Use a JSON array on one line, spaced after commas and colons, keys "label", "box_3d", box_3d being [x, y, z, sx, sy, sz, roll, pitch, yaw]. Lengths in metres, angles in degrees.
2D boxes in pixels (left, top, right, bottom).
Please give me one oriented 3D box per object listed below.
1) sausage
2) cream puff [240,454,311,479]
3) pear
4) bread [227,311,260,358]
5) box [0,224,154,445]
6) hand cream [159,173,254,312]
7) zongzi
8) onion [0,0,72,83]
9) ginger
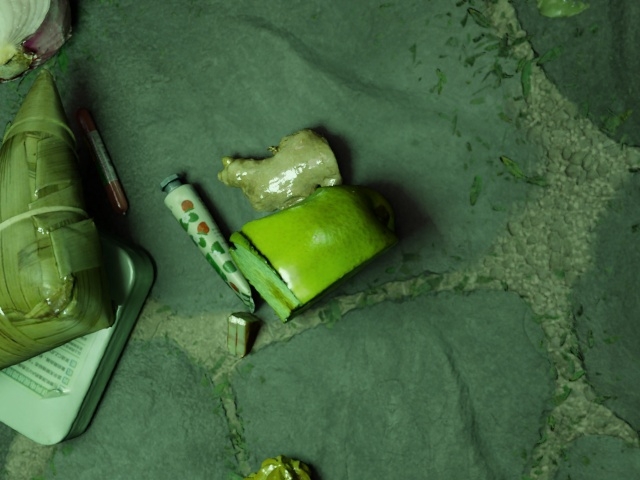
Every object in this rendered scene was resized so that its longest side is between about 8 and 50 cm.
[{"label": "sausage", "box_3d": [-0.396, -0.145, 1.864, 0.029, 0.029, 0.223, -25, 85, 14]}, {"label": "cream puff", "box_3d": [-0.078, 0.437, 1.747, 0.156, 0.121, 0.156, -1, 88, 20]}, {"label": "pear", "box_3d": [0.000, 0.000, 1.657, 0.292, 0.292, 0.159, -34, 84, 13]}, {"label": "bread", "box_3d": [-0.132, 0.153, 1.793, 0.043, 0.062, 0.109, 26, 140, 15]}, {"label": "box", "box_3d": [-0.541, 0.123, 1.868, 0.396, 0.111, 0.396, 28, 99, 13]}, {"label": "hand cream", "box_3d": [-0.190, 0.005, 1.791, 0.059, 0.095, 0.276, -32, 79, -13]}, {"label": "zongzi", "box_3d": [-0.597, 0.008, 1.760, 0.500, 0.218, 0.467, -24, 63, 20]}, {"label": "onion", "box_3d": [-0.593, -0.434, 1.848, 0.267, 0.159, 0.348, -29, 77, 2]}, {"label": "ginger", "box_3d": [-0.070, -0.107, 1.758, 0.213, 0.074, 0.137, -18, 77, 10]}]
